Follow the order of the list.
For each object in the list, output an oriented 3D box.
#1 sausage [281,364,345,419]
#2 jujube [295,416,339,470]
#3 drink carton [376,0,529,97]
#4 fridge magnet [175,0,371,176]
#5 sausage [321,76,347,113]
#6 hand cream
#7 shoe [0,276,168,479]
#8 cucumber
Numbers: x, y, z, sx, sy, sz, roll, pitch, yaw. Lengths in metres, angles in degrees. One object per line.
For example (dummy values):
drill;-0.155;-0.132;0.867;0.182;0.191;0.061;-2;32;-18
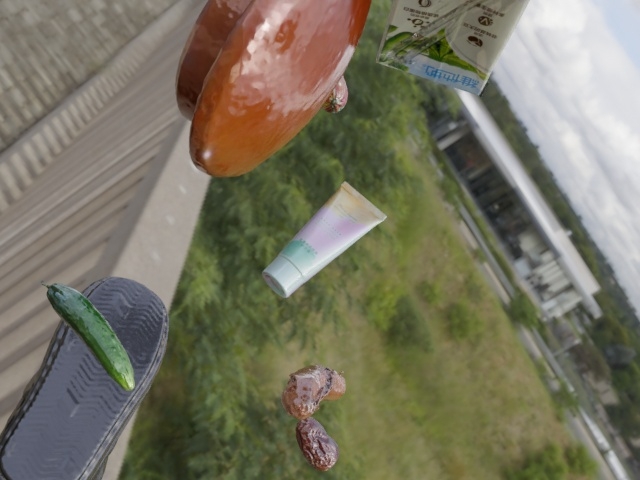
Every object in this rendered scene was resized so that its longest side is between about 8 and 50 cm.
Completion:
sausage;-0.015;0.280;1.726;0.087;0.079;0.327;53;8;10
jujube;-0.010;0.442;1.983;0.129;0.077;0.077;61;11;-18
drink carton;0.216;-0.383;1.419;0.194;0.132;0.324;19;-23;1
fridge magnet;-0.059;-0.243;1.190;0.155;0.363;0.363;36;10;9
sausage;0.006;-0.346;1.864;0.083;0.083;0.263;45;20;-43
hand cream;0.000;0.000;1.180;0.076;0.174;0.047;42;-20;15
shoe;-0.367;0.252;1.391;0.171;0.237;0.383;25;54;-7
cucumber;-0.256;0.097;1.011;0.168;0.039;0.039;48;10;15
